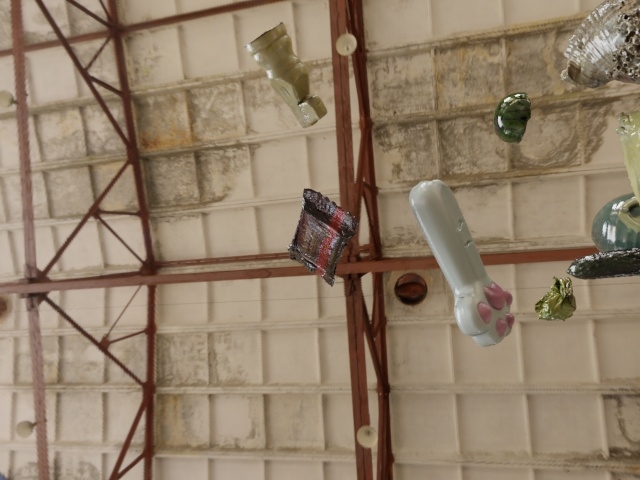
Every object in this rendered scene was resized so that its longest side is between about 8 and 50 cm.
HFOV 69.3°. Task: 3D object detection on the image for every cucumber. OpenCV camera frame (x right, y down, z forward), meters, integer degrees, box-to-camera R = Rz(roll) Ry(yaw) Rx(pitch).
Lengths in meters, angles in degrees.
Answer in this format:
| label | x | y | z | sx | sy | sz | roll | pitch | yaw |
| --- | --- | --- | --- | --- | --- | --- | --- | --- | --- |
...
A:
| label | x | y | z | sx | sy | sz | roll | pitch | yaw |
| --- | --- | --- | --- | --- | --- | --- | --- | --- | --- |
| cucumber | 0.656 | 0.048 | 0.982 | 0.245 | 0.067 | 0.067 | -4 | -90 | 31 |

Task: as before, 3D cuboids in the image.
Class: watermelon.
| label | x | y | z | sx | sy | sz | roll | pitch | yaw |
| --- | --- | --- | --- | --- | --- | --- | --- | --- | --- |
| watermelon | 0.384 | -0.249 | 0.947 | 0.062 | 0.105 | 0.106 | -1 | -90 | 4 |

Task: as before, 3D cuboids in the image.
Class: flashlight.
| label | x | y | z | sx | sy | sz | roll | pitch | yaw |
| --- | --- | --- | --- | --- | --- | --- | --- | --- | --- |
| flashlight | 0.163 | 0.020 | 0.532 | 0.047 | 0.093 | 0.201 | -31 | -102 | 42 |

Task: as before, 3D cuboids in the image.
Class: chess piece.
| label | x | y | z | sx | sy | sz | roll | pitch | yaw |
| --- | --- | --- | --- | --- | --- | --- | --- | --- | --- |
| chess piece | -0.060 | -0.323 | 0.933 | 0.090 | 0.090 | 0.201 | -29 | -67 | 12 |

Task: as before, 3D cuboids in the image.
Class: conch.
| label | x | y | z | sx | sy | sz | roll | pitch | yaw |
| --- | --- | --- | --- | --- | --- | --- | --- | --- | --- |
| conch | 0.564 | -0.362 | 0.840 | 0.245 | 0.162 | 0.179 | -12 | -104 | 40 |

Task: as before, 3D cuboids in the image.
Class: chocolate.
| label | x | y | z | sx | sy | sz | roll | pitch | yaw |
| --- | --- | --- | --- | --- | --- | --- | --- | --- | --- |
| chocolate | 0.000 | 0.000 | 0.608 | 0.086 | 0.183 | 0.028 | 33 | -123 | 12 |

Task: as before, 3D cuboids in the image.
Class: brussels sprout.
| label | x | y | z | sx | sy | sz | roll | pitch | yaw |
| --- | --- | --- | --- | --- | --- | --- | --- | --- | --- |
| brussels sprout | 0.410 | 0.102 | 0.799 | 0.058 | 0.085 | 0.085 | 10 | -87 | 14 |

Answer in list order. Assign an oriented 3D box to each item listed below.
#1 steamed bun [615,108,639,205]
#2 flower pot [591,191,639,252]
| label | x | y | z | sx | sy | sz | roll | pitch | yaw |
| --- | --- | --- | --- | --- | --- | --- | --- | --- | --- |
| steamed bun | 0.667 | -0.126 | 0.840 | 0.166 | 0.232 | 0.273 | -22 | -56 | 41 |
| flower pot | 0.754 | -0.021 | 1.051 | 0.242 | 0.157 | 0.190 | 7 | -118 | 36 |
